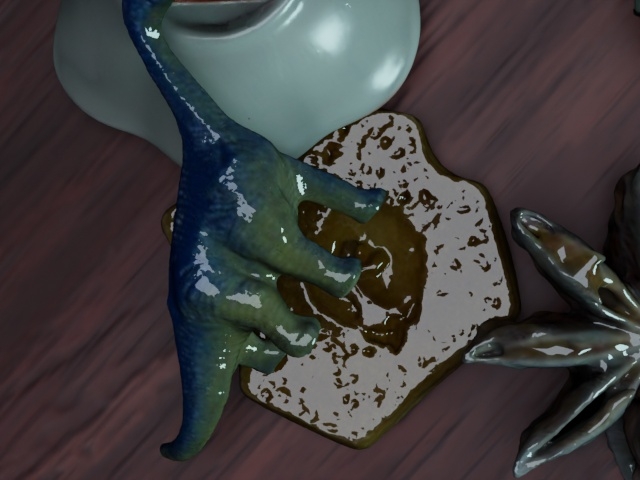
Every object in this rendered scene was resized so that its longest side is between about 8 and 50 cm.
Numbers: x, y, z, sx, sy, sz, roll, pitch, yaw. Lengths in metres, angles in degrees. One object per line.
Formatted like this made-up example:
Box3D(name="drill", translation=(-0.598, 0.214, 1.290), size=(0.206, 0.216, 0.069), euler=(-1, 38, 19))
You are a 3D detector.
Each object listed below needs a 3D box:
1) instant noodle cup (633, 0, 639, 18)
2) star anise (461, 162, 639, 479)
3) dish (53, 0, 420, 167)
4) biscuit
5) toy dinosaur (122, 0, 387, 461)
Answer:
Box3D(name="instant noodle cup", translation=(0.249, -0.210, 1.042), size=(0.193, 0.193, 0.212), euler=(11, 103, 5))
Box3D(name="star anise", translation=(0.180, 0.068, 1.091), size=(0.209, 0.089, 0.231), euler=(13, 93, -6))
Box3D(name="dish", translation=(-0.054, -0.151, 1.095), size=(0.229, 0.081, 0.229), euler=(-1, 81, 7))
Box3D(name="biscuit", translation=(0.000, 0.000, 1.134), size=(0.182, 0.034, 0.215), euler=(-41, 85, 4))
Box3D(name="toy dinosaur", translation=(-0.077, -0.004, 1.067), size=(0.188, 0.075, 0.248), euler=(31, 108, -8))
